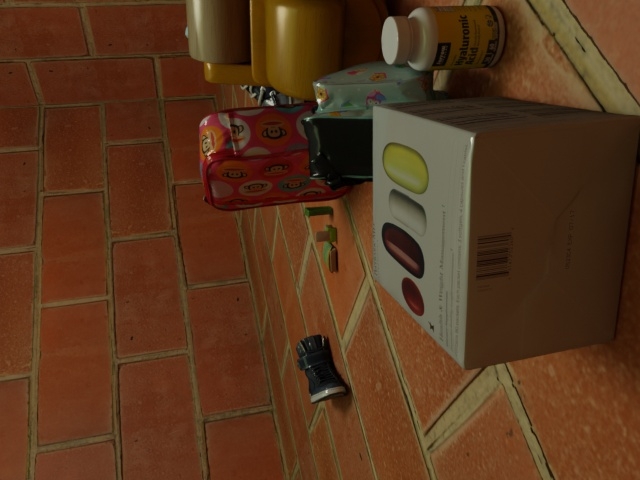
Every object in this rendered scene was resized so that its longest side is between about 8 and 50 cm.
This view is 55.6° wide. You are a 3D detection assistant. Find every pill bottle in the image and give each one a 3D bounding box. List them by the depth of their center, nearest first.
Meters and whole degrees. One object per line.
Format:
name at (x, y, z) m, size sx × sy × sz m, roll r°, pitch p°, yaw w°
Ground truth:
pill bottle at (0.126, -0.211, 0.635) m, size 0.065 × 0.117 × 0.065 m, roll 173°, pitch 90°, yaw -77°

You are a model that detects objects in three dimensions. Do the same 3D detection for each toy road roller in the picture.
toy road roller at (-0.059, -0.320, 0.917) m, size 0.240 × 0.330 × 0.202 m, roll -77°, pitch -9°, yaw -58°

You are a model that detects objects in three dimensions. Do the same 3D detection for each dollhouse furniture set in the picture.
dollhouse furniture set at (0.000, 0.000, 1.381) m, size 0.076 × 0.059 × 0.151 m, roll -132°, pitch 37°, yaw -68°

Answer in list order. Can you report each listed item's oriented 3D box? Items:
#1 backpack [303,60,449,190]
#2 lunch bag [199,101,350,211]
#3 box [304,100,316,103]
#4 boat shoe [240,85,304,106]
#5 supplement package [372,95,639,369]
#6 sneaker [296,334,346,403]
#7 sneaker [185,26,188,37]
backpack at (0.077, -0.143, 0.736) m, size 0.188 × 0.166 × 0.144 m, roll -36°, pitch -56°, yaw -66°
lunch bag at (-0.081, -0.145, 1.151) m, size 0.258 × 0.294 × 0.120 m, roll 107°, pitch 155°, yaw -67°
box at (-0.041, -0.375, 1.368) m, size 0.216 × 0.060 × 0.269 m, roll 146°, pitch 116°, yaw -74°
boat shoe at (-0.130, -0.335, 1.289) m, size 0.127 × 0.158 × 0.340 m, roll 142°, pitch 120°, yaw -74°
supplement package at (0.150, -0.025, 0.558) m, size 0.203 × 0.150 × 0.194 m, roll -133°, pitch 38°, yaw -66°
sneaker at (-0.002, 0.310, 1.481) m, size 0.226 × 0.086 × 0.163 m, roll 129°, pitch 130°, yaw -73°
sneaker at (-0.108, -0.345, 1.164) m, size 0.366 × 0.135 × 0.150 m, roll 40°, pitch 105°, yaw 17°
